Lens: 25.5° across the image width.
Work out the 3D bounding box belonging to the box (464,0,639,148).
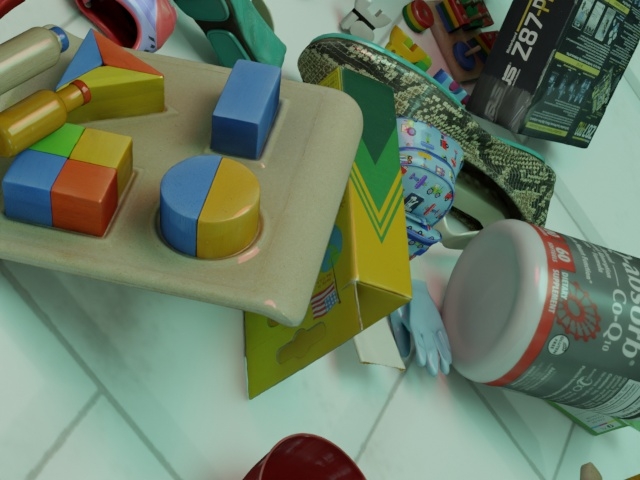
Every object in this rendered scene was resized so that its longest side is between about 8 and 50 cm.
[{"bbox_3d":[0.371,-0.299,2.053,0.097,0.318,0.395,26,11,22],"label":"box"}]

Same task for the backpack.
[{"bbox_3d":[0.084,-0.055,1.651,0.158,0.173,0.116,29,38,-35],"label":"backpack"}]

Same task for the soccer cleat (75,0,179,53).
[{"bbox_3d":[-0.247,-0.305,1.517,0.248,0.083,0.095,55,40,-15],"label":"soccer cleat"}]

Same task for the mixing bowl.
[{"bbox_3d":[-0.030,0.289,1.383,0.181,0.098,0.181,31,45,-37],"label":"mixing bowl"}]

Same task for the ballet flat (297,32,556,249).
[{"bbox_3d":[0.150,-0.094,1.833,0.483,0.164,0.182,27,62,-43],"label":"ballet flat"}]

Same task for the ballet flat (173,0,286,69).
[{"bbox_3d":[-0.109,-0.271,1.619,0.087,0.083,0.247,-65,145,-26],"label":"ballet flat"}]

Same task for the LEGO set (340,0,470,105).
[{"bbox_3d":[0.109,-0.222,1.924,0.227,0.093,0.087,41,9,-21],"label":"LEGO set"}]

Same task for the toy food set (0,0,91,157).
[{"bbox_3d":[-0.312,-0.196,1.278,0.232,0.111,0.104,44,52,12],"label":"toy food set"}]

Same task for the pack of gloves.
[{"bbox_3d":[0.064,0.066,1.716,0.195,0.046,0.232,13,48,-46],"label":"pack of gloves"}]

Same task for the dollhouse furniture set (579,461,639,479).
[{"bbox_3d":[0.235,0.376,1.432,0.201,0.374,0.152,52,32,-12],"label":"dollhouse furniture set"}]

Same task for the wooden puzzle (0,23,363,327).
[{"bbox_3d":[-0.148,-0.088,1.347,0.348,0.080,0.322,15,44,3],"label":"wooden puzzle"}]

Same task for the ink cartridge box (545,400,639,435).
[{"bbox_3d":[0.383,0.203,2.000,0.209,0.062,0.109,34,46,-34],"label":"ink cartridge box"}]

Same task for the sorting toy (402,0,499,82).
[{"bbox_3d":[0.232,-0.315,2.162,0.274,0.046,0.132,-18,83,-55],"label":"sorting toy"}]

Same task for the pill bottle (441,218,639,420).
[{"bbox_3d":[0.357,0.114,1.817,0.363,0.210,0.210,16,54,-24],"label":"pill bottle"}]

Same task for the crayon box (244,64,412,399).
[{"bbox_3d":[0.000,0.000,1.519,0.081,0.202,0.318,18,55,-32],"label":"crayon box"}]
